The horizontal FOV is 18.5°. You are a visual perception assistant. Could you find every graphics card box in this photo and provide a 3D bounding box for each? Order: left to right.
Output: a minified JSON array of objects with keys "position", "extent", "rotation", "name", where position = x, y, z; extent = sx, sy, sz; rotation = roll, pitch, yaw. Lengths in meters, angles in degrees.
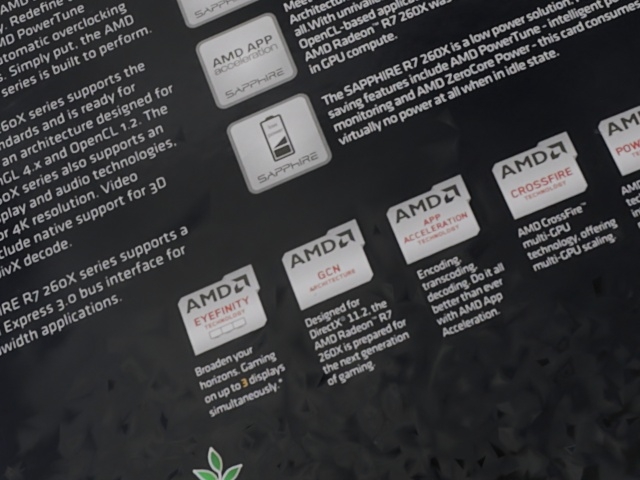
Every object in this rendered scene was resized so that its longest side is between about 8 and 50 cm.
[{"position":[0.000,0.000,0.534],"extent":[0.233,0.094,0.371],"rotation":[-24,59,2],"name":"graphics card box"}]
